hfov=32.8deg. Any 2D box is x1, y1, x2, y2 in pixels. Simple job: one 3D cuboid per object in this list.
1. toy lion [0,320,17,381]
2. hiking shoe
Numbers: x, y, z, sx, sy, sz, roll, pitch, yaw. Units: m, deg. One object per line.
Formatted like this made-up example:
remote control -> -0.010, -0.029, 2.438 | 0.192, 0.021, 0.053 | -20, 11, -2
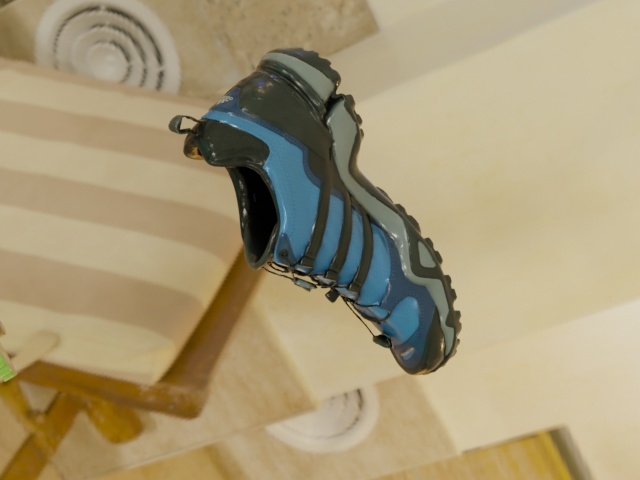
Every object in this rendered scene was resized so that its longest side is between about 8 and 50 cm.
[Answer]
toy lion -> -0.357, 0.100, 1.157 | 0.096, 0.034, 0.100 | 46, -18, 50
hiking shoe -> 0.000, 0.000, 0.880 | 0.132, 0.113, 0.304 | -38, 108, -20
